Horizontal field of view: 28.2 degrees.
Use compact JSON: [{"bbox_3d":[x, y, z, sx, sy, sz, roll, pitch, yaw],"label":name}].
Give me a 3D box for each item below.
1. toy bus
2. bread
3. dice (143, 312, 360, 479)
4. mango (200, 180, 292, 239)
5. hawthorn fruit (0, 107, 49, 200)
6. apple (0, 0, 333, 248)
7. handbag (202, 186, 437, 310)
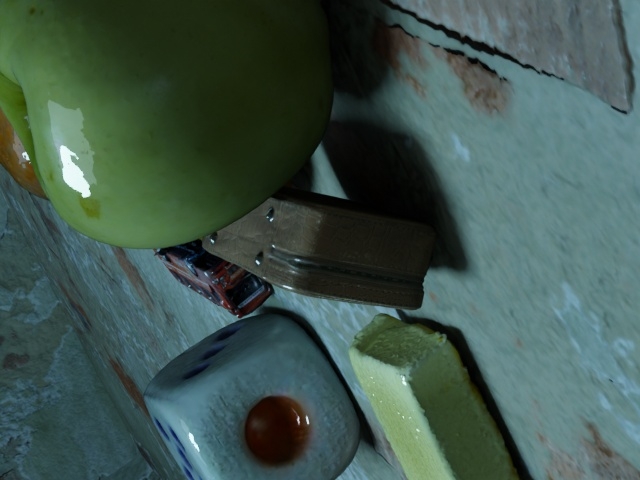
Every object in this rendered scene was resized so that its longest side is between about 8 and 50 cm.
[{"bbox_3d":[-0.137,0.029,1.558,0.096,0.073,0.235,55,165,-24],"label":"toy bus"},{"bbox_3d":[0.103,0.161,1.124,0.188,0.068,0.125,64,162,-17],"label":"bread"},{"bbox_3d":[-0.080,0.207,1.493,0.194,0.193,0.192,59,164,-11],"label":"dice"},{"bbox_3d":[-0.093,-0.063,1.187,0.151,0.120,0.221,55,170,19],"label":"mango"},{"bbox_3d":[-0.265,-0.175,1.343,0.210,0.211,0.262,35,140,51],"label":"hawthorn fruit"},{"bbox_3d":[-0.118,-0.122,0.925,0.262,0.262,0.262,50,161,24],"label":"apple"},{"bbox_3d":[0.000,0.000,1.013,0.193,0.151,0.072,17,96,60],"label":"handbag"}]
